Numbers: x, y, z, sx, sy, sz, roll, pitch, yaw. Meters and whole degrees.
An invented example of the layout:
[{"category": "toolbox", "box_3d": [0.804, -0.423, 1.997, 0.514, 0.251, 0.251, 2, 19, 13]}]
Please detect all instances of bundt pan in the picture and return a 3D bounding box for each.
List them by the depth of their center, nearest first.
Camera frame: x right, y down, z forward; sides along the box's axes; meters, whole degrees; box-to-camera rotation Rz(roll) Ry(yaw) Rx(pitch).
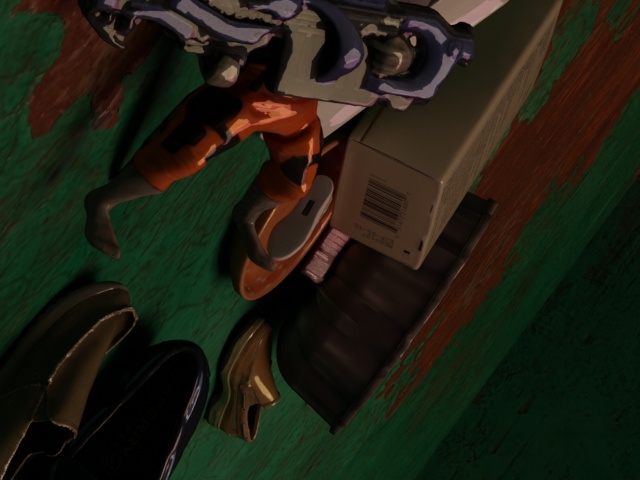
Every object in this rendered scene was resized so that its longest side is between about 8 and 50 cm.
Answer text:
[{"category": "bundt pan", "box_3d": [0.059, 0.055, 2.184, 0.331, 0.124, 0.331, -56, -179, 1]}]

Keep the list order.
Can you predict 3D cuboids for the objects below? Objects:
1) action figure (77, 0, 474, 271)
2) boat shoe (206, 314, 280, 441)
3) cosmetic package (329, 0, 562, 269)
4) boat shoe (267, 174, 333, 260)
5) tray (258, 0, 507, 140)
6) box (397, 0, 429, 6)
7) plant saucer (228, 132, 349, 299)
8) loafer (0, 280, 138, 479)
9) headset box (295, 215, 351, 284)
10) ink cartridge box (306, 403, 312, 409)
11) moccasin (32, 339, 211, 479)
[{"category": "action figure", "box_3d": [-0.078, -0.144, 1.426, 0.341, 0.178, 0.330, 14, 113, -38]}, {"category": "boat shoe", "box_3d": [-0.075, 0.162, 2.178, 0.068, 0.072, 0.190, -44, 161, -37]}, {"category": "cosmetic package", "box_3d": [0.135, -0.138, 2.031, 0.309, 0.113, 0.160, -56, 167, -36]}, {"category": "boat shoe", "box_3d": [-0.019, -0.018, 1.898, 0.100, 0.035, 0.035, -59, 164, -16]}, {"category": "tray", "box_3d": [0.058, -0.176, 1.803, 0.270, 0.030, 0.145, -36, 168, 6]}, {"category": "box", "box_3d": [0.107, -0.306, 1.607, 0.145, 0.038, 0.186, 122, -18, -63]}, {"category": "plant saucer", "box_3d": [-0.034, -0.030, 1.962, 0.200, 0.037, 0.200, -51, 164, -20]}, {"category": "loafer", "box_3d": [-0.232, 0.138, 1.597, 0.251, 0.087, 0.094, -48, 164, -26]}, {"category": "headset box", "box_3d": [0.000, 0.000, 2.083, 0.083, 0.032, 0.062, -56, -152, 1]}, {"category": "ink cartridge box", "box_3d": [0.058, 0.146, 2.622, 0.097, 0.046, 0.207, -29, 150, -57]}, {"category": "moccasin", "box_3d": [-0.219, 0.232, 1.795, 0.342, 0.137, 0.117, -65, -178, -17]}]
